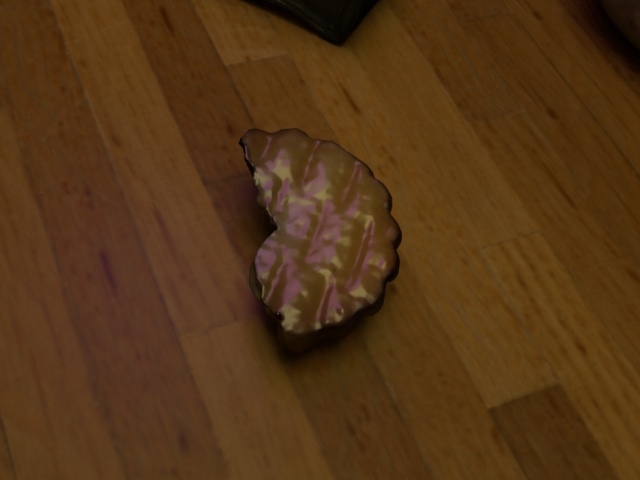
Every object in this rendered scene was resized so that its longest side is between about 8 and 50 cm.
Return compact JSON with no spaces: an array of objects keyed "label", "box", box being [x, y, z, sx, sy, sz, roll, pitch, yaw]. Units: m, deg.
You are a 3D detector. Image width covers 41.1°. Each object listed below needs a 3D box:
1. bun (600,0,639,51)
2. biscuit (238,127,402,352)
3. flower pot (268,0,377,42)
[{"label":"bun","box":[0.451,-0.302,0.836,0.366,0.219,0.365,3,54,-4]},{"label":"biscuit","box":[0.000,0.000,0.635,0.118,0.061,0.183,0,57,-13]},{"label":"flower pot","box":[-0.040,-0.290,0.806,0.229,0.103,0.108,26,56,8]}]
